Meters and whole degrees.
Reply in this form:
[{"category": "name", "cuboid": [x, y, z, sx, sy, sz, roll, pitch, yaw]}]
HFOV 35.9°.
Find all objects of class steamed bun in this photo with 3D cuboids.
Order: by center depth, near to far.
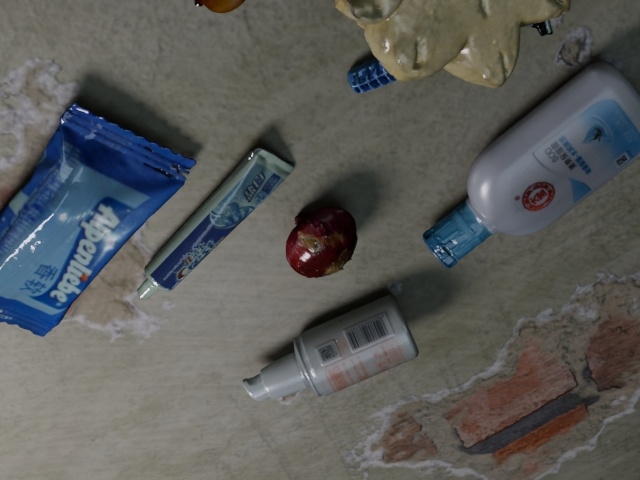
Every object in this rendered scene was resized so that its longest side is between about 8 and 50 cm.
[{"category": "steamed bun", "cuboid": [0.139, -0.307, 1.081, 0.295, 0.137, 0.292, -37, 117, -10]}]

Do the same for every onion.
[{"category": "onion", "cuboid": [0.000, 0.000, 1.305, 0.107, 0.097, 0.107, -41, 157, -22]}]

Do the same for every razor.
[{"category": "razor", "cuboid": [0.152, -0.240, 1.198, 0.253, 0.042, 0.082, -24, 119, 4]}]

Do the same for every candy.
[{"category": "candy", "cuboid": [-0.320, -0.014, 1.212, 0.187, 0.077, 0.331, 28, 115, -39]}]

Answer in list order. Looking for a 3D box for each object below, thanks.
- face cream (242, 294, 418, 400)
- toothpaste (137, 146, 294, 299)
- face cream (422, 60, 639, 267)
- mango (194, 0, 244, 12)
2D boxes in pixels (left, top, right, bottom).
[{"category": "face cream", "cuboid": [0.010, 0.171, 1.427, 0.252, 0.101, 0.101, -24, 129, 3]}, {"category": "toothpaste", "cuboid": [-0.145, -0.017, 1.279, 0.069, 0.047, 0.268, 40, 105, -22]}, {"category": "face cream", "cuboid": [0.284, -0.087, 1.326, 0.337, 0.080, 0.163, -39, 126, 13]}, {"category": "mango", "cuboid": [-0.112, -0.358, 0.987, 0.133, 0.111, 0.267, -5, 130, 7]}]
